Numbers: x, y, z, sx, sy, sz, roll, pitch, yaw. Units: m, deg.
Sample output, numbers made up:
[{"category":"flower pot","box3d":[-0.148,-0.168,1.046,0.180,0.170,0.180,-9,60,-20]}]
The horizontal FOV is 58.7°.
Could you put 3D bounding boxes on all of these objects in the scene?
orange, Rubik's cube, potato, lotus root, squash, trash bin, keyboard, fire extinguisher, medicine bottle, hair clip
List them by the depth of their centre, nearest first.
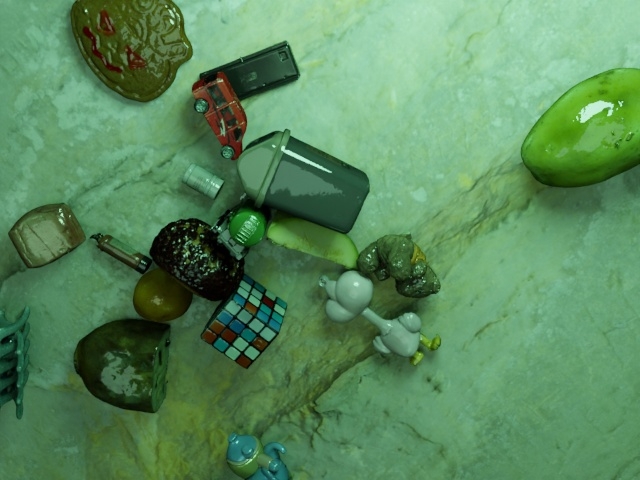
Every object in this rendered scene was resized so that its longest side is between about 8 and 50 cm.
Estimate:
[{"category":"potato","box3d":[0.572,-0.228,1.180,0.304,0.216,0.216,-28,108,28]},{"category":"trash bin","box3d":[-0.046,-0.139,1.301,0.290,0.209,0.182,23,103,-9]},{"category":"keyboard","box3d":[-0.164,-0.380,1.309,0.230,0.025,0.094,-15,113,15]},{"category":"squash","box3d":[0.000,0.000,1.393,0.252,0.169,0.093,22,92,-3]},{"category":"medicine bottle","box3d":[-0.290,-0.146,1.411,0.091,0.058,0.058,30,114,-6]},{"category":"Rubik's cube","box3d":[-0.199,0.211,1.507,0.154,0.151,0.155,37,114,-10]},{"category":"orange","box3d":[-0.420,0.143,1.514,0.158,0.159,0.136,-24,65,17]},{"category":"fire extinguisher","box3d":[-0.542,0.028,1.531,0.177,0.050,0.062,32,152,-5]},{"category":"hair clip","box3d":[-0.964,0.346,1.612,0.238,0.392,0.319,5,115,-22]},{"category":"lotus root","box3d":[-0.581,0.356,1.629,0.260,0.149,0.267,11,112,2]}]

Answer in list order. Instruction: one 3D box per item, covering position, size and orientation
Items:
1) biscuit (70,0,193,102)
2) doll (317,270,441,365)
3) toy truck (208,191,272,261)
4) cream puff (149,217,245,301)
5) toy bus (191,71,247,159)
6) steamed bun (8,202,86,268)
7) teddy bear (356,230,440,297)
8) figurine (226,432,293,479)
[{"category":"biscuit","box3d":[-0.432,-0.464,1.299,0.257,0.049,0.273,-35,106,20]},{"category":"doll","box3d":[0.143,0.203,1.488,0.365,0.094,0.160,38,122,-8]},{"category":"toy truck","box3d":[-0.178,-0.041,1.345,0.125,0.242,0.101,-42,103,9]},{"category":"cream puff","box3d":[-0.298,0.043,1.414,0.239,0.239,0.165,36,83,-9]},{"category":"toy bus","box3d":[-0.220,-0.284,1.317,0.089,0.081,0.195,-23,121,7]},{"category":"steamed bun","box3d":[-0.722,-0.019,1.507,0.175,0.106,0.145,-24,104,3]},{"category":"teddy bear","box3d":[0.210,0.069,1.409,0.190,0.140,0.177,50,153,-24]},{"category":"figurine","box3d":[-0.176,0.695,1.720,0.179,0.154,0.262,-15,115,26]}]
